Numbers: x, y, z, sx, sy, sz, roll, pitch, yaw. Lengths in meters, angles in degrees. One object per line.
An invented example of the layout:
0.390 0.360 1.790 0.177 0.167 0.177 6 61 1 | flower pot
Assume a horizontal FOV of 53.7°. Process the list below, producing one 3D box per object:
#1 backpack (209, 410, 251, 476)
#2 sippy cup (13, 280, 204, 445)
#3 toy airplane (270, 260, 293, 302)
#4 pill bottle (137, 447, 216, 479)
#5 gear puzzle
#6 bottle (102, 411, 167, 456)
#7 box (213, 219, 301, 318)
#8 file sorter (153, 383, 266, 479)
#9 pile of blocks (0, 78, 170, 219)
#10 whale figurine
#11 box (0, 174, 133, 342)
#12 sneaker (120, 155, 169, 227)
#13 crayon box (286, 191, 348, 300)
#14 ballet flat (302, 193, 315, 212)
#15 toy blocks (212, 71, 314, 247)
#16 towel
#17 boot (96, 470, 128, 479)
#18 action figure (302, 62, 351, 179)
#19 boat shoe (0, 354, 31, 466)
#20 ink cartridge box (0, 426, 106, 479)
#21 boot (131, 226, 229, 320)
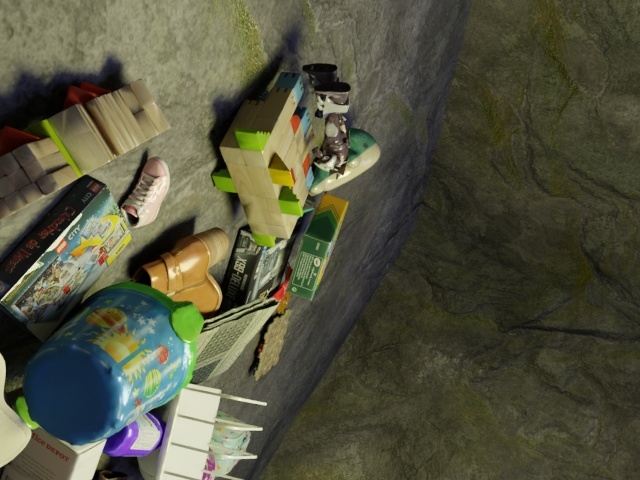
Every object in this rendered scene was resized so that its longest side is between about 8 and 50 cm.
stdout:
-0.320 0.633 1.970 0.188 0.166 0.144 -42 152 -60 | backpack
-0.347 0.206 1.026 0.224 0.240 0.305 -53 168 -76 | sippy cup
-0.106 0.128 1.844 0.151 0.028 0.151 23 90 -82 | toy airplane
-0.386 0.590 1.692 0.169 0.169 0.301 -57 163 -23 | pill bottle
-0.169 0.320 2.205 0.175 0.044 0.338 -31 141 -60 | gear puzzle
-0.420 0.431 1.429 0.092 0.118 0.283 -54 161 -11 | bottle
-0.176 0.092 1.753 0.242 0.077 0.307 -30 143 -65 | box
-0.254 0.498 1.509 0.193 0.173 0.277 43 54 -64 | file sorter
-0.344 -0.144 0.865 0.112 0.149 0.362 62 27 -15 | pile of blocks
0.046 -0.236 1.891 0.272 0.141 0.216 -35 -173 -18 | whale figurine
-0.404 0.030 0.999 0.233 0.044 0.159 -56 162 -26 | box
-0.310 -0.080 1.114 0.134 0.051 0.070 -67 169 27 | sneaker
0.000 0.000 1.859 0.323 0.083 0.203 -67 176 -58 | crayon box
-0.091 -0.096 1.718 0.095 0.096 0.280 -25 -175 16 | ballet flat
-0.098 -0.196 1.430 0.381 0.191 0.260 77 28 -52 | toy blocks
-0.276 0.263 1.537 0.312 0.056 0.324 -15 150 -52 | towel
-0.519 0.663 1.524 0.206 0.090 0.248 -58 159 -14 | boot
0.023 -0.265 1.455 0.285 0.099 0.185 82 2 -52 | action figure
-0.500 0.210 0.883 0.117 0.097 0.324 -39 152 -32 | boat shoe
-0.492 0.419 1.147 0.190 0.140 0.082 -67 163 10 | ink cartridge box
-0.307 0.114 1.343 0.220 0.109 0.283 -33 157 -48 | boot
